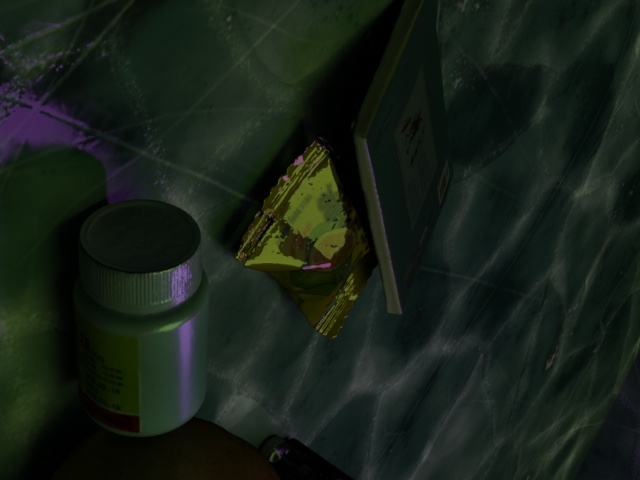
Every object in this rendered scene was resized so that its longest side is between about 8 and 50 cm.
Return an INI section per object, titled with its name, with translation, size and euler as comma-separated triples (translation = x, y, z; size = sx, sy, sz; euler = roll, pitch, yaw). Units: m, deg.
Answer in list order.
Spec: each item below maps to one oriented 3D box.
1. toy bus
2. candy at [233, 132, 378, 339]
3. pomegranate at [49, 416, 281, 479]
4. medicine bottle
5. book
[toy bus]
translation = -0.099, 0.400, 1.771
size = 0.329, 0.143, 0.153
euler = -24, 138, -51
[candy]
translation = 0.000, 0.000, 1.624
size = 0.187, 0.081, 0.297
euler = -54, 146, -9
[pomegranate]
translation = -0.174, 0.333, 1.455
size = 0.319, 0.319, 0.319
euler = -39, 146, -34
[medicine bottle]
translation = -0.184, 0.082, 1.332
size = 0.139, 0.139, 0.225
euler = -34, 143, -39
[book]
translation = 0.114, -0.111, 1.667
size = 0.379, 0.031, 0.264
euler = 75, 31, -52
